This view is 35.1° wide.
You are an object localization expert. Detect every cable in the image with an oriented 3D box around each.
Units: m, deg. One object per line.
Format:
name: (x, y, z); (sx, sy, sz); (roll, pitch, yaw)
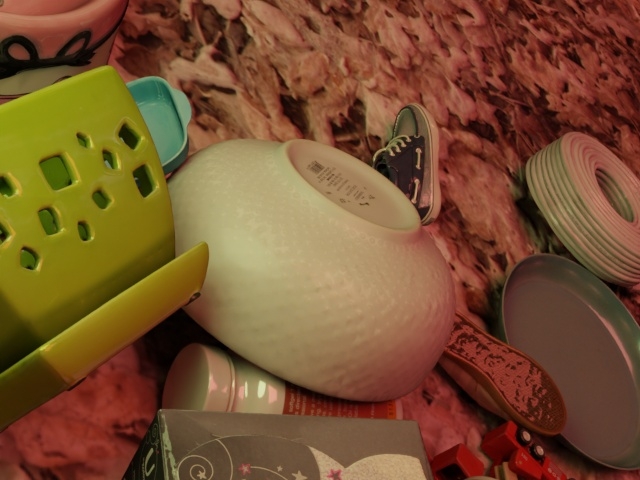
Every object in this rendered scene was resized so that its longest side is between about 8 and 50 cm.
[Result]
cable: (0.427, -0.049, 1.544); (0.257, 0.089, 0.257); (7, 52, -47)

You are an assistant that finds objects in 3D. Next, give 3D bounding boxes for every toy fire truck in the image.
toy fire truck: (0.220, 0.283, 1.164); (0.192, 0.047, 0.135); (46, 37, -7)

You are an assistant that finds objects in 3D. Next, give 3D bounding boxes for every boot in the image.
boot: (0.109, -0.114, 1.347); (0.086, 0.069, 0.190); (19, 52, -35)

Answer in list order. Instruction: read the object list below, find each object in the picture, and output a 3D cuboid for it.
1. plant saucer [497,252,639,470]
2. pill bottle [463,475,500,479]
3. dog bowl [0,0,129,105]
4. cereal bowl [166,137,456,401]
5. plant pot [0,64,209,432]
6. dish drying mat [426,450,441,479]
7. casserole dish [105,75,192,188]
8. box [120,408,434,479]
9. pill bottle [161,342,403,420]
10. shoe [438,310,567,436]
plant saucer: (0.351, 0.166, 1.377); (0.318, 0.044, 0.317); (23, 48, -28)
pill bottle: (0.136, 0.326, 1.017); (0.180, 0.108, 0.108); (-29, 82, -48)
dog bowl: (-0.368, -0.304, 1.007); (0.408, 0.150, 0.408); (24, 47, -28)
cereal bowl: (0.000, 0.000, 1.022); (0.339, 0.141, 0.339); (26, 24, -13)
plant pot: (-0.242, 0.020, 0.830); (0.207, 0.228, 0.227); (56, 41, -3)
dish drying mat: (0.121, 0.266, 1.125); (0.032, 0.008, 0.083); (-12, 70, -46)
casserole dish: (-0.209, -0.088, 0.998); (0.037, 0.188, 0.114); (61, 5, -61)
box: (-0.031, 0.248, 0.851); (0.247, 0.142, 0.163); (7, 46, -23)
pill bottle: (-0.037, 0.164, 0.975); (0.216, 0.121, 0.121); (18, 50, -32)
shoe: (0.207, 0.159, 1.228); (0.219, 0.058, 0.076); (40, 65, -4)
